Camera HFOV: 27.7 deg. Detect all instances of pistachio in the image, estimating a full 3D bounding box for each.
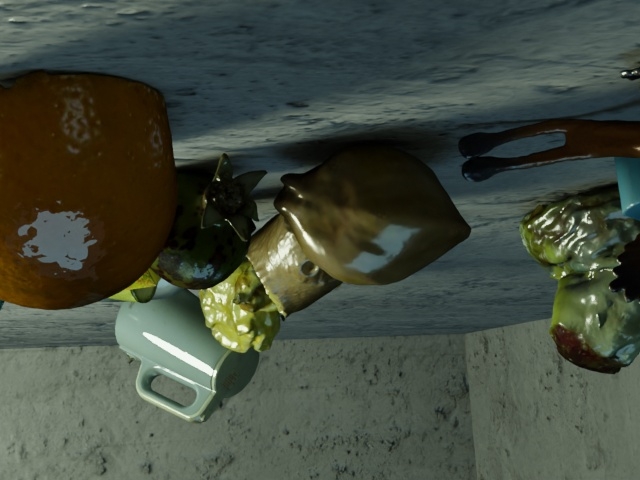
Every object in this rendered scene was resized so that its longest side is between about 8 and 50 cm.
[{"bbox_3d":[0.074,-0.025,1.493,0.213,0.162,0.260,18,-175,22],"label":"pistachio"}]

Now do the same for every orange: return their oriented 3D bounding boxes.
[{"bbox_3d":[-0.257,-0.056,1.246,0.274,0.274,0.310,-2,-164,-17],"label":"orange"}]

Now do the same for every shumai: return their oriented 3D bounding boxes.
[{"bbox_3d":[0.452,0.062,1.904,0.304,0.263,0.309,-3,171,4],"label":"shumai"}]

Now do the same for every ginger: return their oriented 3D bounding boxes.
[{"bbox_3d":[0.000,0.000,1.729,0.221,0.130,0.275,-38,-178,5],"label":"ginger"}]

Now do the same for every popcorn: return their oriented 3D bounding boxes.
[{"bbox_3d":[-0.118,0.104,2.193,0.174,0.168,0.195,-1,172,-37],"label":"popcorn"}]

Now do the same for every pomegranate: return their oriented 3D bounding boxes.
[{"bbox_3d":[-0.134,-0.017,1.505,0.169,0.148,0.148,-10,170,43],"label":"pomegranate"}]

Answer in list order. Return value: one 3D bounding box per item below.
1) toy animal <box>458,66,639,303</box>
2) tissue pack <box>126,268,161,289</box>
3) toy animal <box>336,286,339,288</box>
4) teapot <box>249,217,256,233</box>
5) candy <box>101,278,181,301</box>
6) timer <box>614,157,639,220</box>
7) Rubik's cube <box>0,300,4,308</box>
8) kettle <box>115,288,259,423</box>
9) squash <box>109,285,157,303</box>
[{"bbox_3d":[0.345,-0.089,1.335,0.302,0.225,0.284,-13,-166,-23],"label":"toy animal"},{"bbox_3d":[-0.299,0.019,1.744,0.176,0.095,0.062,-9,-149,26],"label":"tissue pack"},{"bbox_3d":[0.032,0.039,2.236,0.070,0.083,0.159,-43,162,30],"label":"toy animal"},{"bbox_3d":[-0.136,-0.021,1.696,0.076,0.068,0.121,-38,176,24],"label":"teapot"},{"bbox_3d":[-0.310,0.064,2.162,0.174,0.071,0.138,-4,170,-10],"label":"candy"},{"bbox_3d":[0.487,-0.090,1.509,0.250,0.091,0.232,-14,167,30],"label":"timer"},{"bbox_3d":[-0.472,0.039,1.724,0.255,0.254,0.254,-4,171,-1],"label":"Rubik's cube"},{"bbox_3d":[-0.250,0.203,2.338,0.243,0.210,0.160,29,163,33],"label":"kettle"},{"bbox_3d":[-0.363,0.054,2.043,0.224,0.094,0.094,-3,173,27],"label":"squash"}]
